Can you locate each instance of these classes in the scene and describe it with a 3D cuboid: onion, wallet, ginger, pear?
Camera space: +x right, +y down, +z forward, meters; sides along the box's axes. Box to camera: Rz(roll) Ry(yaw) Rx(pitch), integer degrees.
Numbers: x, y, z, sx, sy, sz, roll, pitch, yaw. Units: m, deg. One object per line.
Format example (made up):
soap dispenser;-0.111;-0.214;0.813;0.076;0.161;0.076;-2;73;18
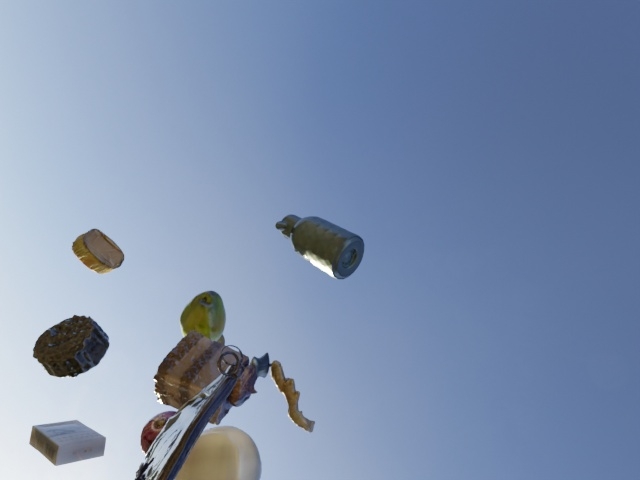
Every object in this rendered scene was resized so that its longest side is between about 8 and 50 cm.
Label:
onion;-0.561;0.709;1.600;0.177;0.177;0.153;7;-38;42
wallet;-0.285;0.396;0.900;0.068;0.335;0.274;37;-51;-5
ginger;-0.107;0.570;1.617;0.089;0.075;0.288;-44;-119;15
pear;-0.451;0.299;1.708;0.187;0.188;0.219;42;-59;32

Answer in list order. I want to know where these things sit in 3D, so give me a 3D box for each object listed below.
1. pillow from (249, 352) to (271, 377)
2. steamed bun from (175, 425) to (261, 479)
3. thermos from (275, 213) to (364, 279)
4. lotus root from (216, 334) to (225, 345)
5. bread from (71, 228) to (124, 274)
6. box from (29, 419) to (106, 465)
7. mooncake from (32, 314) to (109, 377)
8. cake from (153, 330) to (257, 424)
pillow;-0.223;0.462;1.603;0.055;0.136;0.091;31;-84;21
steamed bun;-0.383;0.850;1.627;0.324;0.324;0.206;35;-25;35
thermos;0.000;0.000;1.381;0.287;0.182;0.144;30;-75;38
lotus root;-0.522;0.447;1.999;0.342;0.152;0.169;45;-43;44
bread;-0.922;0.049;1.822;0.114;0.132;0.190;-22;-63;28
box;-0.832;0.658;1.445;0.233;0.150;0.066;0;-102;40
mooncake;-0.874;0.364;1.542;0.228;0.228;0.124;30;-40;37
cake;-0.348;0.451;1.391;0.293;0.198;0.196;22;-55;12
